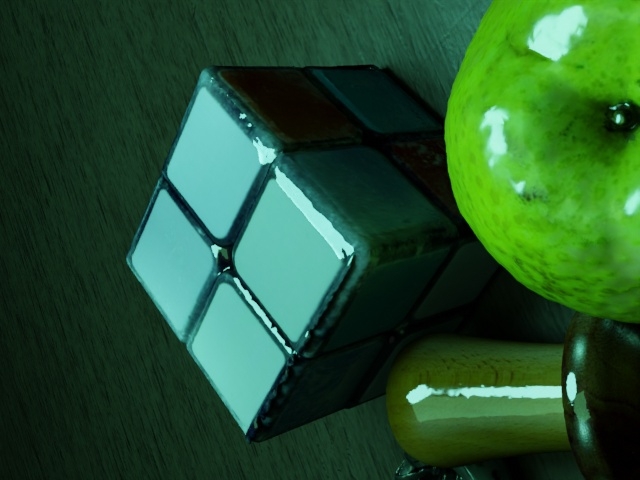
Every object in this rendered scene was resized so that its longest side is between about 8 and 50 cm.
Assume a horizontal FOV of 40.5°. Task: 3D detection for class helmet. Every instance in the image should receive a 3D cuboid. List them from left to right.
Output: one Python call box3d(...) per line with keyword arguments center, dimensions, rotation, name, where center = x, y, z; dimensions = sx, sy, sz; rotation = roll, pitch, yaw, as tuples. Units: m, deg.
box3d(center=(0.177, 0.312, 1.081), dimensions=(0.153, 0.107, 0.177), rotation=(40, 143, 30), name="helmet")

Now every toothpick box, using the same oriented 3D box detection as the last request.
box3d(center=(0.226, 0.167, 0.919), dimensions=(0.294, 0.192, 0.192), rotation=(-10, 90, 38), name="toothpick box")

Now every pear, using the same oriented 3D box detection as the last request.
box3d(center=(0.276, -0.100, 0.709), dimensions=(0.391, 0.391, 0.391), rotation=(11, 106, 44), name="pear")

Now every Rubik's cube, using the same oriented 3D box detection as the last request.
box3d(center=(0.000, 0.000, 1.046), dimensions=(0.313, 0.318, 0.316), rotation=(49, 128, 27), name="Rubik's cube")
